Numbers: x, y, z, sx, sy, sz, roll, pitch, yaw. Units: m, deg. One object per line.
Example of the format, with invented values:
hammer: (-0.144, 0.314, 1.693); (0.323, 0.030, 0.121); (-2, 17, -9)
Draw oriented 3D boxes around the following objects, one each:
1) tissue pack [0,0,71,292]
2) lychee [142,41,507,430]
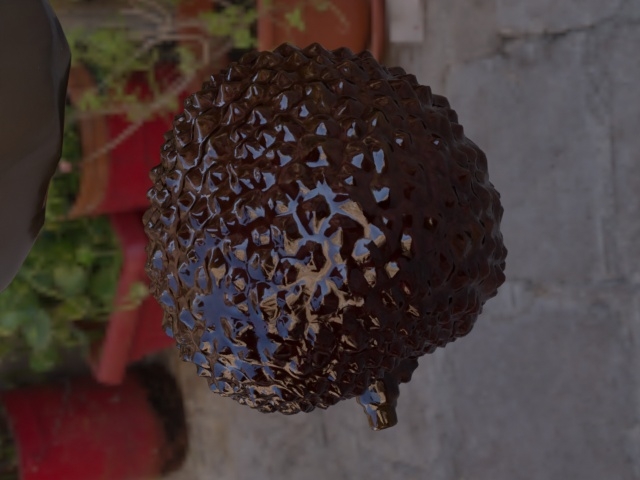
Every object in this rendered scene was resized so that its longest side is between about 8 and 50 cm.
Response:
tissue pack: (-0.326, -0.096, 0.680); (0.387, 0.277, 0.267); (50, 147, 14)
lychee: (0.000, 0.000, 1.122); (0.276, 0.276, 0.304); (-13, 98, 62)
